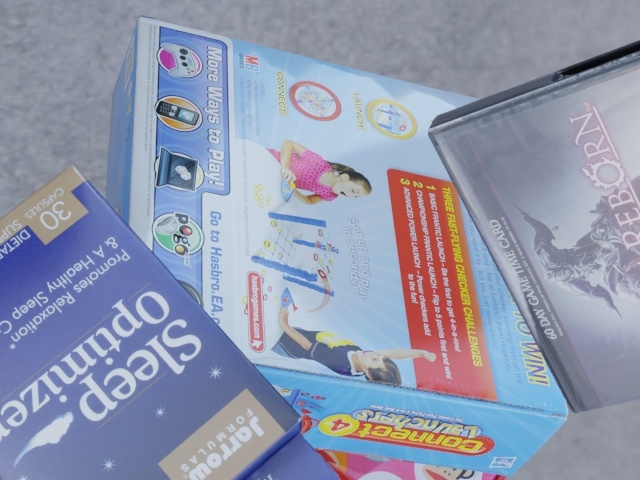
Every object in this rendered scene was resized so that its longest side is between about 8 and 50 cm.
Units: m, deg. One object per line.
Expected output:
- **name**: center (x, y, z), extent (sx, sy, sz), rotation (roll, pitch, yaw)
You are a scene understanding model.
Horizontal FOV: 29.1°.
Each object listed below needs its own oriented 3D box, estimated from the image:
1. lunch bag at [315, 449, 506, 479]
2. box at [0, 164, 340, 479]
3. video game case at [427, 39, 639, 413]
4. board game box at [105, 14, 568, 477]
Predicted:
- **lunch bag**: center (0.013, 0.190, 1.128), extent (0.258, 0.293, 0.120), rotation (-57, 178, -21)
- **box**: center (-0.108, 0.082, 0.625), extent (0.136, 0.225, 0.036), rotation (-40, 166, -15)
- **video game case**: center (0.216, -0.020, 0.622), extent (0.196, 0.274, 0.026), rotation (60, 31, -19)
- **board game box**: center (0.000, 0.000, 0.887), extent (0.302, 0.086, 0.308), rotation (12, 47, -18)
